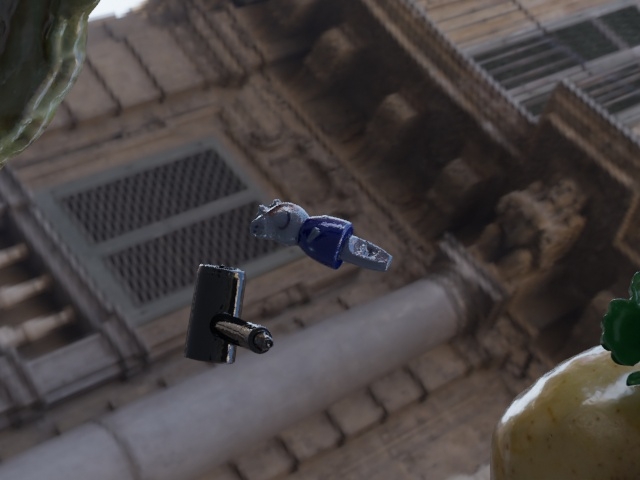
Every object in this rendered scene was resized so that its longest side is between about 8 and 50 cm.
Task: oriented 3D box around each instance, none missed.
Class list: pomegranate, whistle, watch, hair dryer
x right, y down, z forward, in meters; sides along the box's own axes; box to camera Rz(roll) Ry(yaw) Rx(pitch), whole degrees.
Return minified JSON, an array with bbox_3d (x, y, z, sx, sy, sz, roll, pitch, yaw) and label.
[{"bbox_3d":[0.377,0.308,1.544,0.410,0.410,0.410,27,-53,41],"label":"pomegranate"},{"bbox_3d":[0.000,0.000,0.734,0.083,0.033,0.029,20,-44,14],"label":"whistle"},{"bbox_3d":[0.395,0.100,1.392,0.165,0.131,0.152,23,-14,-2],"label":"watch"},{"bbox_3d":[-0.102,0.099,1.645,0.255,0.070,0.128,-176,-86,-66],"label":"hair dryer"}]

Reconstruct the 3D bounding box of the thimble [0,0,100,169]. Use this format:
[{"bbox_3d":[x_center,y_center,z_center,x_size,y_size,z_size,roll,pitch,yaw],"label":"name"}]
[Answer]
[{"bbox_3d":[-0.196,-0.113,0.617,0.143,0.190,0.137,43,-14,42],"label":"thimble"}]
